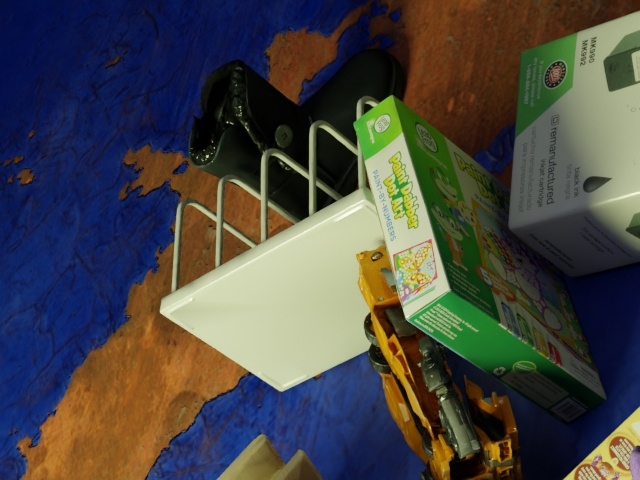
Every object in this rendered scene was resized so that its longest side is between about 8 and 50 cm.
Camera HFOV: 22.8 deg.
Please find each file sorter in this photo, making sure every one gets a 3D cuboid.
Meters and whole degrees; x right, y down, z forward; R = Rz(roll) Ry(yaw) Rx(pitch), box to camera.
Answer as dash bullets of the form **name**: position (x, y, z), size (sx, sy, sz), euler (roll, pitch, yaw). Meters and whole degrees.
- **file sorter**: position (0.000, 0.000, 1.682), size (0.277, 0.193, 0.173), euler (-28, 43, 30)

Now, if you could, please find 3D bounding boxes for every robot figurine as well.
- **robot figurine**: position (0.111, 0.142, 1.480), size (0.085, 0.211, 0.291), euler (-19, 44, -8)

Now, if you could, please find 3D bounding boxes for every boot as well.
- **boot**: position (-0.028, -0.152, 1.800), size (0.094, 0.207, 0.246), euler (13, 73, 50)

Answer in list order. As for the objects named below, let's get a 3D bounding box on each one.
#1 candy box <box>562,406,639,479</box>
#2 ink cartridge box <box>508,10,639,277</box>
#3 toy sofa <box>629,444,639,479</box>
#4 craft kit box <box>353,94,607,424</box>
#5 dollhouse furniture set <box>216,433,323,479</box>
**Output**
- **candy box**: position (0.267, 0.208, 1.321), size (0.187, 0.109, 0.053), euler (-47, 40, 11)
- **ink cartridge box**: position (0.330, -0.108, 1.465), size (0.289, 0.121, 0.211), euler (-17, 53, 38)
- **toy sofa**: position (0.274, 0.332, 1.116), size (0.150, 0.177, 0.362), euler (-38, 43, 21)
- **craft kit box**: position (0.147, 0.019, 1.468), size (0.061, 0.250, 0.247), euler (-38, 43, 21)
- **dollhouse furniture set**: position (-0.008, 0.433, 1.421), size (0.362, 0.256, 0.394), euler (14, 54, 49)
